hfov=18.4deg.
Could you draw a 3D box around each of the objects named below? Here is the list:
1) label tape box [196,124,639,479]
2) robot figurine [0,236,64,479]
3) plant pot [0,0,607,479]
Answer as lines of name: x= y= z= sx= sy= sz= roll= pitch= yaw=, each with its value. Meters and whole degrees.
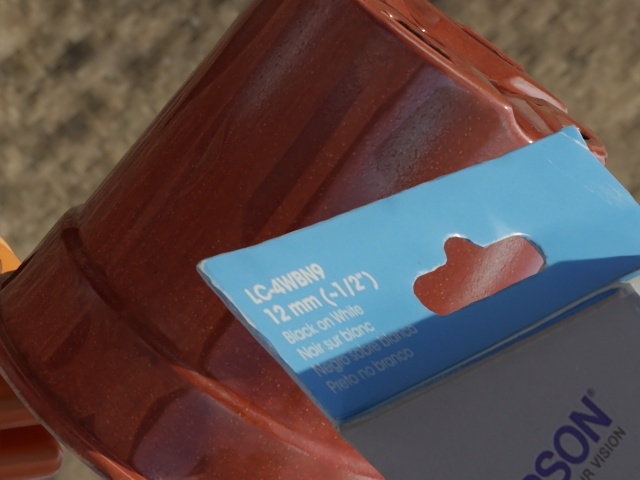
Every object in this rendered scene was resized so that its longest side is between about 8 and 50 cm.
label tape box: x=0.169 y=0.061 z=0.628 sx=0.249 sy=0.347 sz=0.115 roll=-19 pitch=148 yaw=-52
robot figurine: x=-0.229 y=0.066 z=1.237 sx=0.128 sy=0.219 sz=0.158 roll=-37 pitch=134 yaw=-4
plant pot: x=0.000 y=0.000 z=1.069 sx=0.265 sy=0.272 sz=0.272 roll=-54 pitch=167 yaw=13
